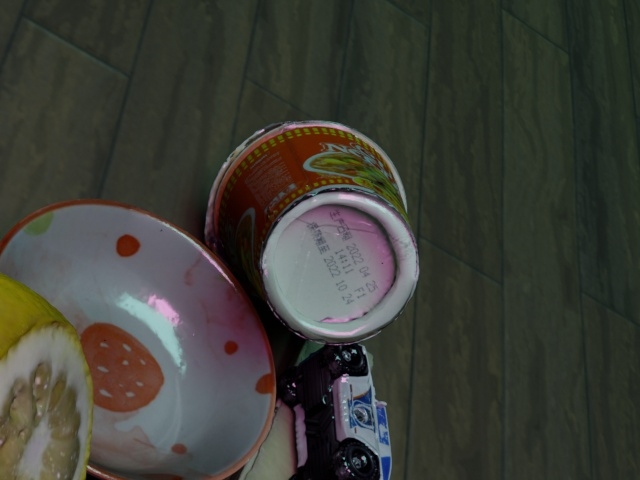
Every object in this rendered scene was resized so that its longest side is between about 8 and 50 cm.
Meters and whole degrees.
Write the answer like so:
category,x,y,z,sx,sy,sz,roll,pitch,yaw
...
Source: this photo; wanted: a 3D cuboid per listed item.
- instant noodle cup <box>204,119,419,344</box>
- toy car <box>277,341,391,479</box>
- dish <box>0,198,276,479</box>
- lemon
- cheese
category,x,y,z,sx,sy,sz,roll,pitch,yaw
instant noodle cup,0.000,0.000,1.236,0.193,0.193,0.212,37,5,-13
toy car,0.017,0.168,1.207,0.070,0.080,0.170,22,47,-34
dish,-0.166,0.097,1.146,0.260,0.085,0.260,23,46,-27
lemon,-0.278,0.121,0.912,0.219,0.240,0.240,10,37,15
cheese,-0.036,0.207,1.212,0.085,0.034,0.400,40,39,-9
